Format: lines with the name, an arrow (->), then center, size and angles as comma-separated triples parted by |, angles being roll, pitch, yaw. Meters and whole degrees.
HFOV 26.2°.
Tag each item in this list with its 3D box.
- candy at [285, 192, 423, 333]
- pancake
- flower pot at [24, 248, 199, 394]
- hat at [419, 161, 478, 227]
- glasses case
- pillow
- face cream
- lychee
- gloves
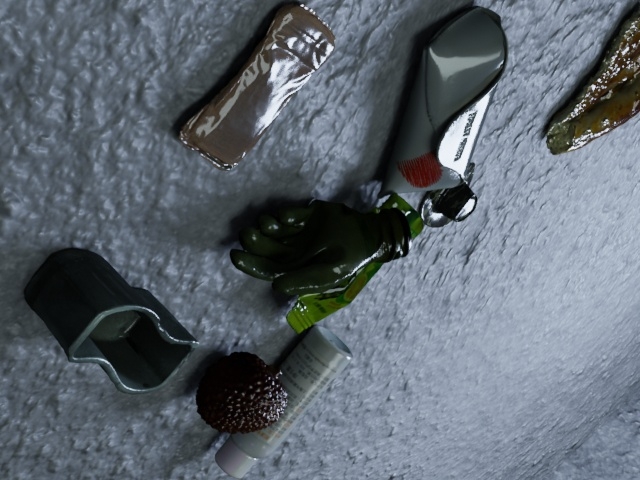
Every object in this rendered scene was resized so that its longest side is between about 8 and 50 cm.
candy -> 0.038, 0.034, 1.966 | 0.246, 0.069, 0.149 | -48, 158, -2
pancake -> 0.479, -0.262, 2.200 | 0.266, 0.057, 0.244 | -31, 149, -27
flower pot -> -0.245, 0.096, 1.600 | 0.103, 0.108, 0.229 | -45, 152, -1
hat -> 0.209, -0.062, 2.097 | 0.121, 0.050, 0.121 | -34, 148, -25
glasses case -> 0.166, -0.164, 1.854 | 0.128, 0.083, 0.308 | -27, 147, -35
pillow -> -0.067, -0.173, 1.565 | 0.211, 0.034, 0.135 | -50, 150, 4
face cream -> -0.063, 0.253, 2.111 | 0.269, 0.082, 0.082 | -50, 153, 9
lychee -> -0.114, 0.217, 1.953 | 0.129, 0.123, 0.123 | -16, 152, 5
gloves -> -0.003, 0.006, 1.813 | 0.268, 0.135, 0.107 | -3, 153, -34
